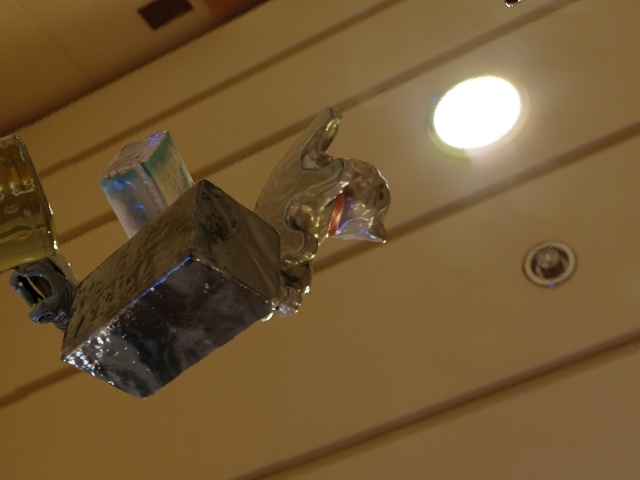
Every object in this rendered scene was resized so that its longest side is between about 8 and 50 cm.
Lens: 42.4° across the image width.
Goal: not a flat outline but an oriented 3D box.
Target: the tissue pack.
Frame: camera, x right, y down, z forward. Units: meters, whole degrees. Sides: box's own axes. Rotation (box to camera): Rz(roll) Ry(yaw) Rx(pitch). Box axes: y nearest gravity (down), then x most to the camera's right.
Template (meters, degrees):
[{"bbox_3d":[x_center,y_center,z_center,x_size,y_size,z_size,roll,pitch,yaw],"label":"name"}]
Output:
[{"bbox_3d":[-0.309,-0.059,1.626,0.124,0.271,0.201,-18,-156,16],"label":"tissue pack"}]

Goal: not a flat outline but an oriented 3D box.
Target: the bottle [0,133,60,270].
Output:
[{"bbox_3d":[-0.528,-0.011,1.045,0.352,0.171,0.171,-18,-134,-21],"label":"bottle"}]

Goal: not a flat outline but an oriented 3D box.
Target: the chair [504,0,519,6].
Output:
[{"bbox_3d":[0.214,-0.282,0.762,0.221,0.140,0.145,28,-69,8],"label":"chair"}]

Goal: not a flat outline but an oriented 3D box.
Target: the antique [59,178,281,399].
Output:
[{"bbox_3d":[-0.125,0.047,0.665,0.183,0.088,0.086,-36,-146,28],"label":"antique"}]

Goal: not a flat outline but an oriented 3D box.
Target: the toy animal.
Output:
[{"bbox_3d":[0.000,0.000,1.275,0.266,0.188,0.307,-34,-136,20],"label":"toy animal"}]

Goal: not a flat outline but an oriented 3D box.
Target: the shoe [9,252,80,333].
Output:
[{"bbox_3d":[-0.429,0.108,1.340,0.207,0.106,0.091,48,-60,4],"label":"shoe"}]
